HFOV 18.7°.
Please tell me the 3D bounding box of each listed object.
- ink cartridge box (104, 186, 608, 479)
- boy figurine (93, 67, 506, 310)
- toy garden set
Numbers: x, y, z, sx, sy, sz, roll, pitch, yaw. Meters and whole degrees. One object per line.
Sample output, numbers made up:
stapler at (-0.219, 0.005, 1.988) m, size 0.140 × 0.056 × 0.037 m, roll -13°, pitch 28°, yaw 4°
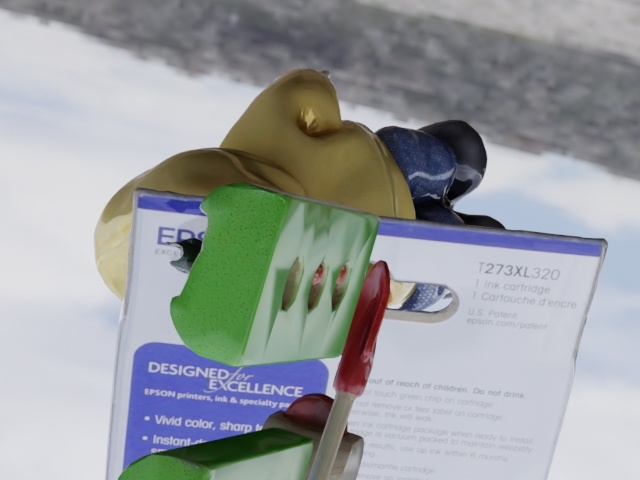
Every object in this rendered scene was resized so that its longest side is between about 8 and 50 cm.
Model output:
ink cartridge box at (-0.005, 0.123, 0.819) m, size 0.176 × 0.371 × 0.069 m, roll 6°, pitch -142°, yaw -5°
boy figurine at (0.000, 0.000, 0.977) m, size 0.092 × 0.177 × 0.285 m, roll -18°, pitch 176°, yaw 32°
toy garden set at (-0.041, 0.103, 0.566) m, size 0.049 × 0.244 × 0.204 m, roll 17°, pitch -178°, yaw 14°
